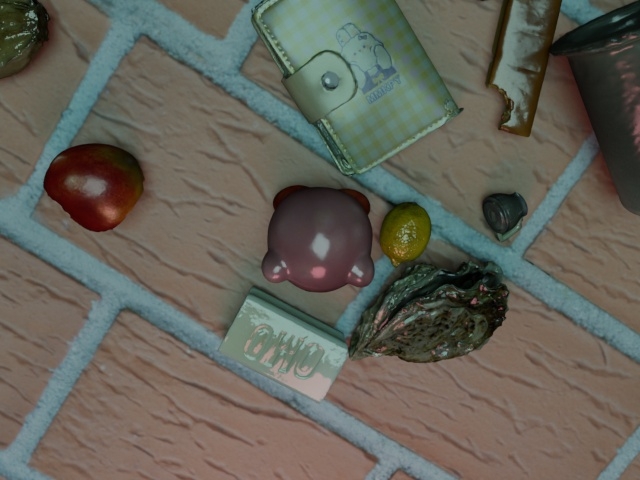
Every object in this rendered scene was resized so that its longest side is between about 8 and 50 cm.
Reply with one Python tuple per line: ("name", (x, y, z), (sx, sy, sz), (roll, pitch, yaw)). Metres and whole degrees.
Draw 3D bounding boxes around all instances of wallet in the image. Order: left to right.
("wallet", (0.053, -0.277, 0.973), (0.223, 0.077, 0.310), (-33, 100, 2))

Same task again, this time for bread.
("bread", (0.312, -0.283, 0.979), (0.088, 0.049, 0.226), (11, 101, -2))

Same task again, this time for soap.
("soap", (-0.059, 0.178, 1.058), (0.198, 0.066, 0.119), (28, 101, -5))

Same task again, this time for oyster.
("oyster", (0.178, 0.119, 1.036), (0.267, 0.112, 0.199), (-5, 122, -7))

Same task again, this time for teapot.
("teapot", (0.307, -0.041, 1.024), (0.057, 0.066, 0.088), (-23, 123, -13))

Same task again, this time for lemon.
("lemon", (0.138, -0.009, 1.014), (0.082, 0.082, 0.111), (18, 94, -3))

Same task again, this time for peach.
("peach", (-0.357, -0.097, 0.989), (0.151, 0.151, 0.118), (-30, 144, 5))

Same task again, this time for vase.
("vase", (0.500, -0.196, 0.907), (0.245, 0.245, 0.291), (-25, 104, 5))

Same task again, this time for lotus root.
("lotus root", (-0.486, -0.322, 0.962), (0.144, 0.070, 0.143), (-7, 95, 6))

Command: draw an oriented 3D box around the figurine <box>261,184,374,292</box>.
("figurine", (0.000, 0.000, 0.973), (0.173, 0.173, 0.173), (0, 101, 0))
